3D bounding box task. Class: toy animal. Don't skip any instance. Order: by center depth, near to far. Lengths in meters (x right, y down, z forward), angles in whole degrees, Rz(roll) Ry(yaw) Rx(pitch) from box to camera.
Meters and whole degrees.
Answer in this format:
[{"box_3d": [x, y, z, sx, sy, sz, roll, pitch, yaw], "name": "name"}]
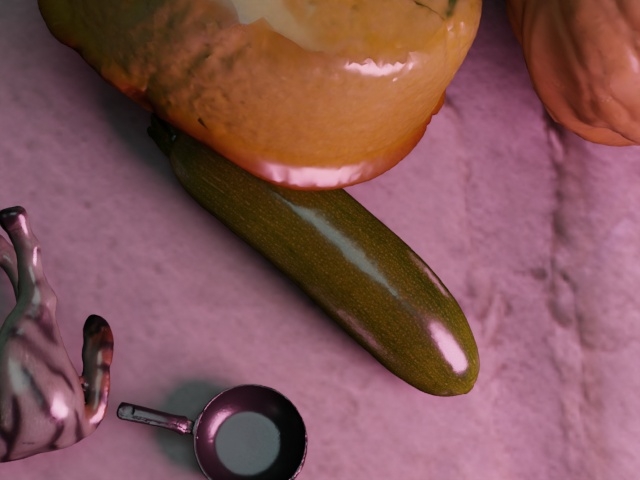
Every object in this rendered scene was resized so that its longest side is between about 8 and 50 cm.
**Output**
[{"box_3d": [-0.245, 0.081, 0.925, 0.255, 0.090, 0.170, -31, 87, -15], "name": "toy animal"}]

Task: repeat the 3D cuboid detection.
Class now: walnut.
[{"box_3d": [0.221, -0.154, 0.996, 0.261, 0.225, 0.225, 27, 64, -47], "name": "walnut"}]

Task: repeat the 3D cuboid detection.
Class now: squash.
[{"box_3d": [0.000, 0.000, 1.001, 0.258, 0.069, 0.069, 41, 71, 1], "name": "squash"}]

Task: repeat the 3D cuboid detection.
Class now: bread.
[{"box_3d": [-0.030, -0.162, 0.985, 0.270, 0.148, 0.270, 13, 51, -17], "name": "bread"}]

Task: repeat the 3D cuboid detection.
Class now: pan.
[{"box_3d": [-0.065, 0.114, 0.978, 0.115, 0.023, 0.068, 15, 73, -9], "name": "pan"}]
